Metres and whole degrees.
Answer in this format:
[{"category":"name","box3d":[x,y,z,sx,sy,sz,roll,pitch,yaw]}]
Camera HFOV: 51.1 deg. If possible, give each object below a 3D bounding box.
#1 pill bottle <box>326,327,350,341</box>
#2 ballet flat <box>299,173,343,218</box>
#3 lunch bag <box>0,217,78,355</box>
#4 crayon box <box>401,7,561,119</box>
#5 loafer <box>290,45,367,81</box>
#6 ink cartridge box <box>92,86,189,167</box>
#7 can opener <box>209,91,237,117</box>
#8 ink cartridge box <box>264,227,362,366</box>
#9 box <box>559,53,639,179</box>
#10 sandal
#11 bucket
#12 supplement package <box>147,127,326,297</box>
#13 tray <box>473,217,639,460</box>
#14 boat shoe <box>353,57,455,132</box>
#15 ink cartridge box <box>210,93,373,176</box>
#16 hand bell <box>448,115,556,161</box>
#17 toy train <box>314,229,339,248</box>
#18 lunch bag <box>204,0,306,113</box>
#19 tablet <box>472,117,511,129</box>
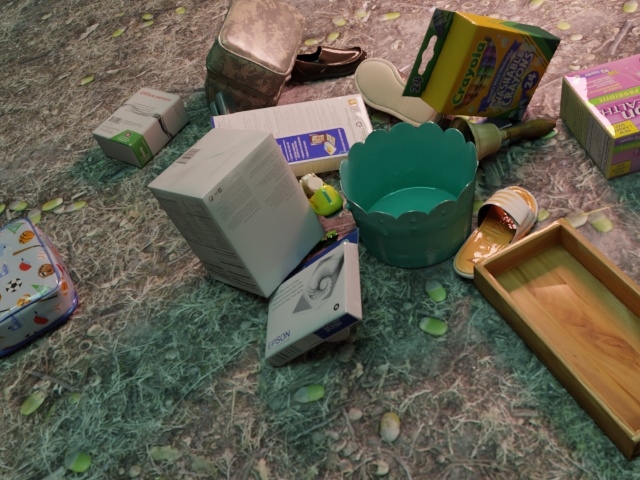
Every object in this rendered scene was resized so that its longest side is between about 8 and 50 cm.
[{"category":"pill bottle","box3d":[0.025,0.132,1.292,0.065,0.065,0.116,-6,48,9]},{"category":"ballet flat","box3d":[-0.009,-0.105,1.434,0.077,0.077,0.231,-36,18,-5]},{"category":"lunch bag","box3d":[-0.692,0.098,1.482,0.243,0.115,0.303,-34,50,-13]},{"category":"crayon box","box3d":[0.356,-0.379,1.473,0.323,0.203,0.083,-3,38,-33]},{"category":"loafer","box3d":[0.020,-0.497,1.843,0.220,0.078,0.080,-14,47,3]},{"category":"ink cartridge box","box3d":[-0.479,-0.308,1.801,0.153,0.087,0.208,20,58,30]},{"category":"can opener","box3d":[-0.200,-0.234,1.636,0.093,0.074,0.280,-4,63,-42]},{"category":"ink cartridge box","box3d":[-0.016,0.098,1.270,0.223,0.045,0.224,-35,36,33]},{"category":"box","box3d":[0.672,-0.277,1.450,0.214,0.117,0.243,-15,48,1]},{"category":"sandal","box3d":[0.356,-0.032,1.338,0.102,0.076,0.265,24,57,28]},{"category":"bucket","box3d":[0.184,-0.091,1.369,0.281,0.183,0.281,-7,48,8]},{"category":"supplement package","box3d":[-0.163,-0.060,1.350,0.198,0.262,0.199,13,52,45]},{"category":"tray","box3d":[0.468,0.149,1.155,0.203,0.076,0.411,-26,49,-9]},{"category":"boat shoe","box3d":[0.205,-0.356,1.659,0.324,0.097,0.116,42,110,42]},{"category":"ink cartridge box","box3d":[-0.061,-0.237,1.577,0.371,0.069,0.175,-9,62,-10]},{"category":"hand bell","box3d":[0.426,-0.239,1.511,0.242,0.126,0.126,-13,46,-14]},{"category":"toy train","box3d":[0.000,0.000,1.449,0.083,0.017,0.023,-22,38,-5]},{"category":"lunch bag","box3d":[-0.187,-0.474,1.770,0.213,0.256,0.305,23,51,-15]},{"category":"tablet","box3d":[0.406,-0.276,1.594,0.083,0.006,0.054,-22,48,-4]}]
